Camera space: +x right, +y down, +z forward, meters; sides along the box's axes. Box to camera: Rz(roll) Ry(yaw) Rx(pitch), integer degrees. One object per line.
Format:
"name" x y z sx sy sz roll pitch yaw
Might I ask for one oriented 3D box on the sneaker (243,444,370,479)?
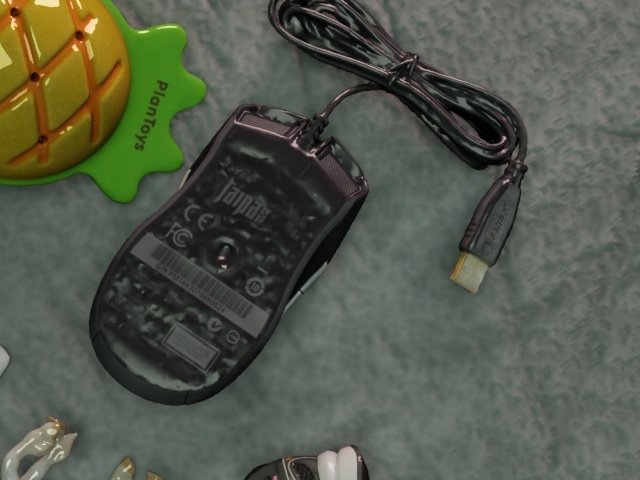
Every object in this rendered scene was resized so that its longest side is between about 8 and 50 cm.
"sneaker" -0.010 0.204 1.064 0.077 0.072 0.178 -2 78 8

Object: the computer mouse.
"computer mouse" 0.000 0.000 1.077 0.184 0.060 0.262 29 73 3

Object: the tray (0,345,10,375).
"tray" -0.314 0.119 1.061 0.145 0.030 0.270 42 85 1

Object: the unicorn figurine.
"unicorn figurine" -0.156 0.155 1.053 0.162 0.060 0.111 29 84 -1

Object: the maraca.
"maraca" -0.152 -0.088 1.055 0.186 0.099 0.127 17 96 -27
